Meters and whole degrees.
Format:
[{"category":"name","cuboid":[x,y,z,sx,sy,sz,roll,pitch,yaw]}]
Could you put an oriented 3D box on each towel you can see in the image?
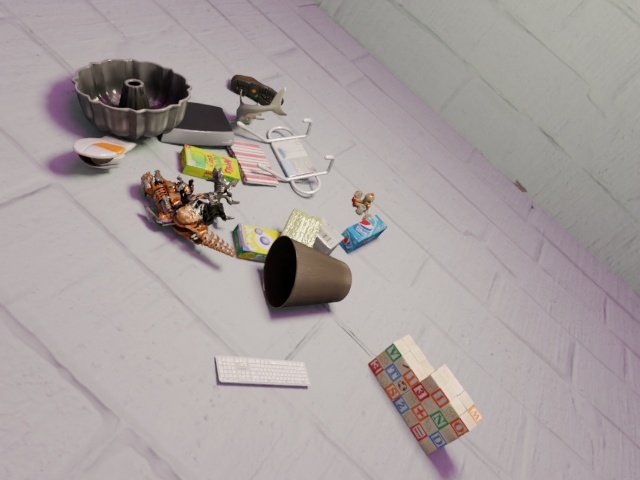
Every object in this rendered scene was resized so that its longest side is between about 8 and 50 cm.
[{"category":"towel","cuboid":[-0.062,-0.024,1.638,0.110,0.027,0.148,24,60,-6]},{"category":"towel","cuboid":[-0.236,-0.265,1.846,0.144,0.029,0.197,1,52,-45]}]

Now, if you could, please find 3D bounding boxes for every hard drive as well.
[{"category":"hard drive","cuboid":[-0.418,-0.389,1.764,0.255,0.054,0.172,-4,54,-35]}]

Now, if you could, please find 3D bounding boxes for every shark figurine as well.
[{"category":"shark figurine","cuboid":[-0.246,-0.478,1.882,0.166,0.278,0.116,-13,98,-34]}]

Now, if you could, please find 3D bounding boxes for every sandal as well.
[{"category":"sandal","cuboid":[-0.582,-0.234,1.466,0.102,0.076,0.265,22,17,-1]}]

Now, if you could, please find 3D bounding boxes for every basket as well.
[{"category":"basket","cuboid":[-0.031,0.106,1.544,0.227,0.154,0.204,14,77,-40]}]

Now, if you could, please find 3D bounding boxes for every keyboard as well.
[{"category":"keyboard","cuboid":[-0.140,0.327,1.333,0.256,0.014,0.072,13,45,-33]}]

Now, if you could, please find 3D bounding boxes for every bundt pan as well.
[{"category":"bundt pan","cuboid":[-0.550,-0.409,1.578,0.331,0.124,0.331,9,39,-8]}]

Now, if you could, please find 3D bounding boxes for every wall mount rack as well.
[{"category":"wall mount rack","cuboid":[-0.130,-0.323,1.917,0.304,0.130,0.350,-13,58,-26]}]

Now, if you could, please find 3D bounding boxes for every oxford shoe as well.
[{"category":"oxford shoe","cuboid":[-0.248,-0.608,2.141,0.227,0.083,0.096,22,36,-26]}]

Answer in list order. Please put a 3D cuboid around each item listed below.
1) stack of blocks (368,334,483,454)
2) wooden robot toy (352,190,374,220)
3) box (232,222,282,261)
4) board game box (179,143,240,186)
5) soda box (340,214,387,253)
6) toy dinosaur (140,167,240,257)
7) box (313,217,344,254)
[{"category":"stack of blocks","cuboid":[0.287,0.417,1.491,0.087,0.171,0.297,-12,61,-48]},{"category":"wooden robot toy","cuboid":[0.174,-0.151,2.050,0.076,0.079,0.173,20,41,-27]},{"category":"box","cuboid":[-0.169,0.014,1.606,0.179,0.043,0.105,12,45,-36]},{"category":"board game box","cuboid":[-0.350,-0.237,1.698,0.181,0.043,0.092,12,45,-33]},{"category":"soda box","cuboid":[0.151,-0.026,1.907,0.067,0.071,0.210,50,37,11]},{"category":"toy dinosaur","cuboid":[-0.354,-0.076,1.485,0.218,0.164,0.322,-37,99,-39]},{"category":"box","cuboid":[0.000,0.000,1.731,0.101,0.087,0.102,45,36,7]}]
